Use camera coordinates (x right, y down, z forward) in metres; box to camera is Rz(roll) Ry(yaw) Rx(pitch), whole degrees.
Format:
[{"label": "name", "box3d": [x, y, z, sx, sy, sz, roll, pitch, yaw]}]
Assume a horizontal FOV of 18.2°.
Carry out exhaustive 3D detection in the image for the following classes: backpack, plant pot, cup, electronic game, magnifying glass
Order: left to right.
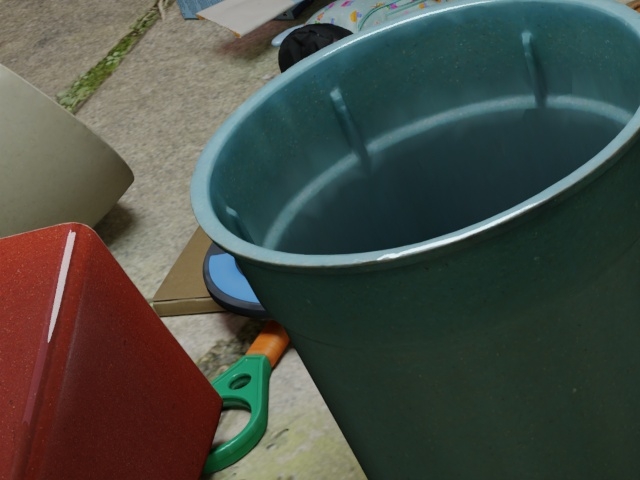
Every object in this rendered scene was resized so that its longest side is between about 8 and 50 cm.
[{"label": "cup", "box3d": [-0.389, -0.053, 2.024, 0.331, 0.331, 0.237, 18, 73, 49]}, {"label": "plant pot", "box3d": [-0.258, 0.179, 1.574, 0.267, 0.267, 0.236, -12, 48, 20]}, {"label": "magnifying glass", "box3d": [-0.065, 0.124, 1.762, 0.092, 0.026, 0.231, -2, 37, 32]}, {"label": "electronic game", "box3d": [0.000, 0.000, 1.849, 0.229, 0.048, 0.229, -15, 30, 9]}, {"label": "backpack", "box3d": [0.061, -0.212, 2.119, 0.182, 0.115, 0.152, -26, 26, -31]}, {"label": "plant pot", "box3d": [0.124, 0.048, 1.442, 0.341, 0.334, 0.341, -17, 29, 10]}]

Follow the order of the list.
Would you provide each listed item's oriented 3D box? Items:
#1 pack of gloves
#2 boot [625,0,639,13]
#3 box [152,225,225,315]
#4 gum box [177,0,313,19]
[{"label": "pack of gloves", "box3d": [0.005, -0.263, 2.325, 0.232, 0.046, 0.195, -31, 40, -31]}, {"label": "boot", "box3d": [0.406, -0.186, 1.895, 0.220, 0.109, 0.283, 3, 30, 30]}, {"label": "box", "box3d": [-0.046, 0.010, 1.934, 0.201, 0.021, 0.164, -5, 33, 28]}, {"label": "gum box", "box3d": [-0.066, -0.333, 2.489, 0.184, 0.041, 0.157, 7, 40, 39]}]
